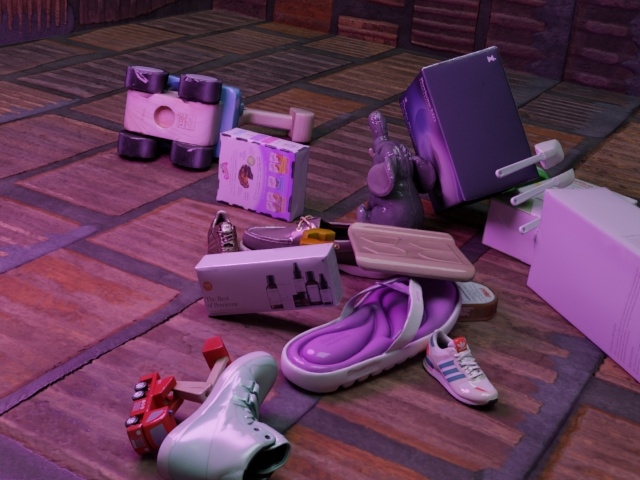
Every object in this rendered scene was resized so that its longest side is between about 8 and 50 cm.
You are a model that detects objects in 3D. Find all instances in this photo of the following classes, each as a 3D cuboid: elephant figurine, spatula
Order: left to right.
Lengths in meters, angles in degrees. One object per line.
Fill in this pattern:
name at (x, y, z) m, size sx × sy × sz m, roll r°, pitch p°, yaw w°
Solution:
elephant figurine at (0.161, -0.137, 2.008) m, size 0.185 × 0.240 × 0.169 m, roll 13°, pitch 24°, yaw 16°
spatula at (0.448, -0.109, 1.867) m, size 0.242 × 0.168 × 0.019 m, roll -22°, pitch -1°, yaw -38°

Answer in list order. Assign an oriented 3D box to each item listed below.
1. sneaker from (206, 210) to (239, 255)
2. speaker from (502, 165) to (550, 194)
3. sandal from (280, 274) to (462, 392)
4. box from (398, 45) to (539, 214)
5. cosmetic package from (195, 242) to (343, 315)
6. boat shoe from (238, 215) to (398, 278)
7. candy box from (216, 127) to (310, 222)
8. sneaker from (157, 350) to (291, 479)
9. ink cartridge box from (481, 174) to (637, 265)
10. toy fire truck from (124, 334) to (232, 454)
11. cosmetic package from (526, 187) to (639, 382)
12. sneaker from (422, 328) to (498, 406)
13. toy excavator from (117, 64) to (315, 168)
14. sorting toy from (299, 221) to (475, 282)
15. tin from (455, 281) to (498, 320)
sneaker at (-0.194, 0.003, 1.817) m, size 0.066 × 0.071 × 0.188 m, roll -1°, pitch 24°, yaw -16°
speaker at (0.469, -0.166, 2.290) m, size 0.131 × 0.131 × 0.296 m, roll 1°, pitch 24°, yaw -12°
sandal at (0.106, 0.125, 1.537) m, size 0.169 × 0.102 × 0.416 m, roll 25°, pitch 37°, yaw 31°
box at (0.315, -0.233, 2.031) m, size 0.182 × 0.297 × 0.294 m, roll -18°, pitch -3°, yaw -7°
cosmetic package at (-0.088, 0.069, 1.582) m, size 0.238 × 0.099 × 0.060 m, roll -6°, pitch 19°, yaw 17°
boat shoe at (0.000, 0.000, 1.837) m, size 0.324 × 0.097 × 0.117 m, roll 8°, pitch 24°, yaw 6°
candy box at (-0.131, -0.149, 2.060) m, size 0.196 × 0.165 × 0.070 m, roll 17°, pitch 26°, yaw 23°
sneaker at (-0.087, 0.251, 1.247) m, size 0.151 × 0.094 × 0.256 m, roll 11°, pitch 33°, yaw 25°
ink cartridge box at (0.552, -0.049, 2.046) m, size 0.353 × 0.119 × 0.207 m, roll -17°, pitch 33°, yaw -41°
toy fire truck at (-0.195, 0.216, 1.303) m, size 0.135 × 0.047 × 0.192 m, roll -18°, pitch 23°, yaw 5°
cosmetic package at (0.548, 0.068, 1.671) m, size 0.156 × 0.217 × 0.385 m, roll -3°, pitch 27°, yaw -19°
sneaker at (0.223, 0.199, 1.464) m, size 0.057 × 0.075 × 0.161 m, roll -9°, pitch 27°, yaw -30°
toy excavator at (-0.263, -0.331, 2.426) m, size 0.432 × 0.223 × 0.445 m, roll 12°, pitch 16°, yaw 11°
sorting toy at (0.112, 0.020, 1.681) m, size 0.307 × 0.041 × 0.229 m, roll 7°, pitch 16°, yaw -4°
tin at (0.240, 0.112, 1.718) m, size 0.189 × 0.040 × 0.106 m, roll -1°, pitch 29°, yaw -15°
